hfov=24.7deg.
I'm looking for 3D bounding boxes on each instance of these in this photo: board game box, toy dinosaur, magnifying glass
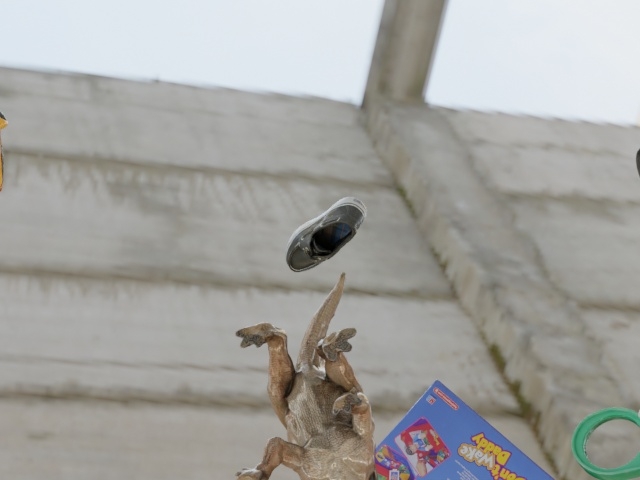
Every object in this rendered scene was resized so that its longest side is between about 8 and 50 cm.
[{"bbox_3d":[0.213,0.390,2.027,0.347,0.233,0.078,40,175,33],"label":"board game box"},{"bbox_3d":[0.008,0.186,1.372,0.127,0.200,0.296,-16,-129,12],"label":"toy dinosaur"},{"bbox_3d":[0.399,0.247,1.692,0.231,0.026,0.092,8,-122,35],"label":"magnifying glass"}]

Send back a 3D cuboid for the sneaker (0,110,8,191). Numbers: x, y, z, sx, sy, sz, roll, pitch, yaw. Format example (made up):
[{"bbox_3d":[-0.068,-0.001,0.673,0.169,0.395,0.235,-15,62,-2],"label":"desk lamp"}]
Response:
[{"bbox_3d":[-0.311,-0.047,1.241,0.083,0.215,0.084,32,-133,18],"label":"sneaker"}]

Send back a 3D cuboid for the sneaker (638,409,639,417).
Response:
[{"bbox_3d":[0.414,0.173,1.566,0.071,0.191,0.083,7,-135,-17],"label":"sneaker"}]

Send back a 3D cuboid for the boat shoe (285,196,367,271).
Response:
[{"bbox_3d":[0.000,0.000,1.660,0.049,0.142,0.040,37,-136,-11],"label":"boat shoe"}]

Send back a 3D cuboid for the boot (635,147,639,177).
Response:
[{"bbox_3d":[0.465,-0.092,1.432,0.229,0.091,0.263,-29,-142,-20],"label":"boot"}]
